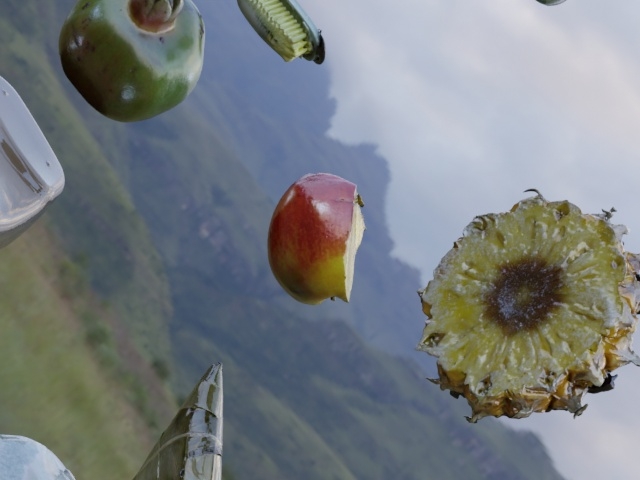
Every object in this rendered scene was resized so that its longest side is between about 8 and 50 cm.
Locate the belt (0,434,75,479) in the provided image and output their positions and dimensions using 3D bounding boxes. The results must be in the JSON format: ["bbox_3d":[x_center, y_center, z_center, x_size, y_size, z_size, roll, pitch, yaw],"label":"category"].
[{"bbox_3d":[-0.441,0.383,1.358,0.300,0.436,0.173,39,24,-55],"label":"belt"}]

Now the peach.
[{"bbox_3d":[-0.005,0.001,1.456,0.118,0.151,0.151,32,-1,-27],"label":"peach"}]

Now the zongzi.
[{"bbox_3d":[-0.179,0.255,1.585,0.078,0.176,0.160,24,-36,-37],"label":"zongzi"}]

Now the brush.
[{"bbox_3d":[-0.096,-0.333,1.666,0.297,0.060,0.068,54,-26,23],"label":"brush"}]

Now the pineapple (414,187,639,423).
[{"bbox_3d":[0.174,0.048,1.032,0.221,0.221,0.047,41,-3,39],"label":"pineapple"}]

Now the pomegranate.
[{"bbox_3d":[-0.208,-0.238,1.484,0.180,0.180,0.209,50,-36,-3],"label":"pomegranate"}]

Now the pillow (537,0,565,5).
[{"bbox_3d":[0.285,-0.390,1.506,0.086,0.214,0.233,11,-12,22],"label":"pillow"}]

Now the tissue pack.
[{"bbox_3d":[-0.548,-0.074,1.687,0.267,0.276,0.387,55,17,2],"label":"tissue pack"}]
